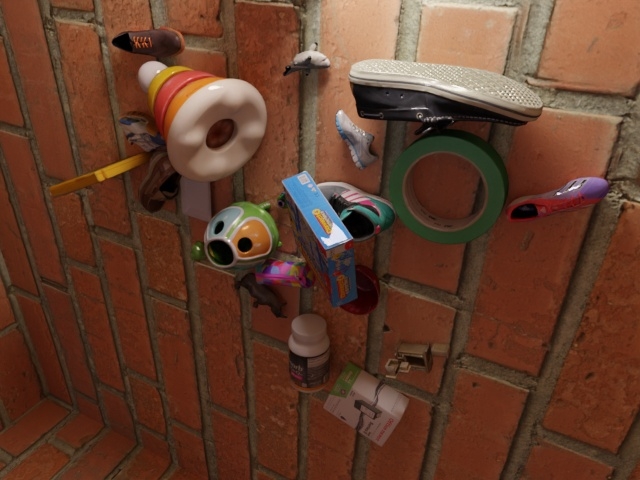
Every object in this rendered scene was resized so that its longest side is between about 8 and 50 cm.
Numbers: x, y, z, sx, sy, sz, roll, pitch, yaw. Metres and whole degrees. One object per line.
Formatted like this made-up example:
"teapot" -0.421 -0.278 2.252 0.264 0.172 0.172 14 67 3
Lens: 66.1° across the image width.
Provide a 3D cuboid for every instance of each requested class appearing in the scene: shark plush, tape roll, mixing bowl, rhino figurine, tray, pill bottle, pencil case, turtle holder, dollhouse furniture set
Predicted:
"shark plush" -0.051 -0.508 1.442 0.161 0.073 0.067 -19 135 31
"tape roll" 0.356 -0.147 1.386 0.321 0.077 0.321 13 121 23
"mixing bowl" 0.130 0.151 1.664 0.181 0.098 0.182 14 121 24
"rhino figurine" -0.221 0.222 1.924 0.243 0.073 0.106 42 131 2
"tray" -0.468 -0.207 1.859 0.145 0.030 0.270 18 123 22
"pill bottle" -0.043 0.429 1.876 0.162 0.162 0.279 13 121 24
"pencil case" -0.131 0.121 1.801 0.236 0.104 0.104 0 115 31
"turtle holder" -0.318 -0.012 1.753 0.320 0.227 0.243 17 123 21
"dollhouse furniture set" 0.334 0.430 1.658 0.181 0.161 0.101 -1 115 31

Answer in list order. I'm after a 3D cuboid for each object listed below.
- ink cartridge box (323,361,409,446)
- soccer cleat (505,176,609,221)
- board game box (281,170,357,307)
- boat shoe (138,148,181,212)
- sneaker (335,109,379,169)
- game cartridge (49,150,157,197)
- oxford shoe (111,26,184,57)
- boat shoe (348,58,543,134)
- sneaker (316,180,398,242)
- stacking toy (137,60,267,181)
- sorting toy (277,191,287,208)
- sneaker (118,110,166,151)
"ink cartridge box" 0.174 0.627 1.887 0.272 0.115 0.198 30 126 13
"soccer cleat" 0.601 -0.095 1.259 0.248 0.095 0.083 -13 108 35
"board game box" 0.000 0.000 1.501 0.308 0.086 0.302 58 165 37
"boat shoe" -0.602 -0.201 1.863 0.116 0.123 0.324 49 138 12
"sneaker" 0.113 -0.308 1.452 0.083 0.071 0.191 -21 112 30
"game cartridge" -0.823 -0.260 1.874 0.323 0.285 0.053 -11 110 33
"oxford shoe" -0.572 -0.652 1.633 0.271 0.098 0.097 9 120 26
"boat shoe" 0.299 -0.350 1.249 0.500 0.187 0.156 18 128 27
"sneaker" 0.074 -0.083 1.518 0.295 0.178 0.124 18 123 21
"stacking toy" -0.434 -0.450 1.592 0.480 0.350 0.351 44 131 27
"sorting toy" -0.118 -0.137 1.687 0.102 0.042 0.061 -14 108 35
"sneaker" -0.605 -0.384 1.810 0.296 0.112 0.131 22 137 26
